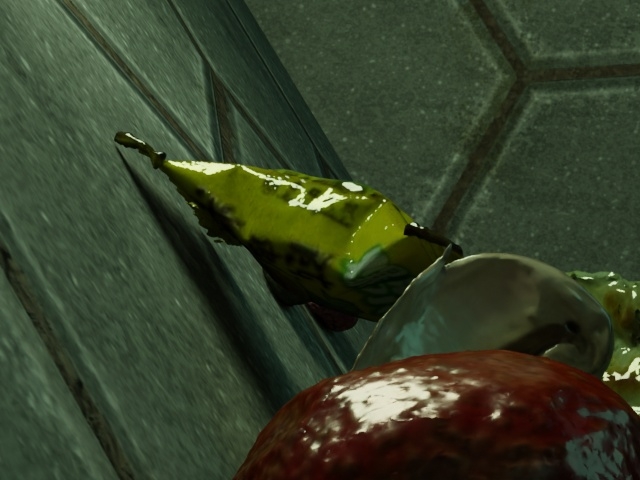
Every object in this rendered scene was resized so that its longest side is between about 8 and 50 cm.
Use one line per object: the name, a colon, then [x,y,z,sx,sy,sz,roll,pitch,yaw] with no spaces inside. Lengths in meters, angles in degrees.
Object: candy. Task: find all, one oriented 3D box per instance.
candy: [0.000,0.000,1.130,0.297,0.081,0.187,24,-15,31]

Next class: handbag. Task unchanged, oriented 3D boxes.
handbag: [-0.023,0.028,1.447,0.072,0.047,0.111,60,8,9]

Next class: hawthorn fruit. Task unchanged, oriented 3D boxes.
hawthorn fruit: [0.079,0.146,0.691,0.205,0.253,0.205,-10,90,-80]

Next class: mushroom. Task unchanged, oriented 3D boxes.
mushroom: [0.101,0.151,0.971,0.195,0.253,0.189,22,-24,7]

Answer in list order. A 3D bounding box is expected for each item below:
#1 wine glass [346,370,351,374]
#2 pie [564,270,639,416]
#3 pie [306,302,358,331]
wine glass: [0.086,0.186,1.221,0.111,0.111,0.204,50,10,-52]
pie: [0.273,0.229,1.533,0.180,0.395,0.418,-3,50,-42]
pie: [-0.011,0.027,1.604,0.154,0.036,0.154,57,6,-9]
